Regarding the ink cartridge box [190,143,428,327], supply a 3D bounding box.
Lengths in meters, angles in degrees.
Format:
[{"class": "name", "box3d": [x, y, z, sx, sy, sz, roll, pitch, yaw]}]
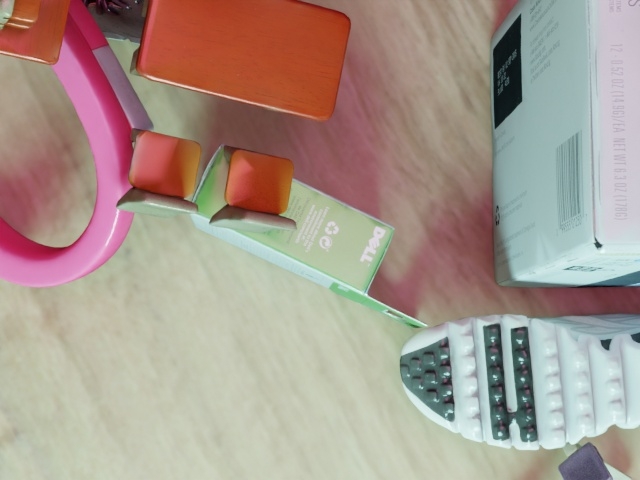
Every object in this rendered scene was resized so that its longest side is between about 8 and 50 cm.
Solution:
[{"class": "ink cartridge box", "box3d": [0.000, 0.000, 1.142, 0.209, 0.109, 0.062, 26, 84, 0]}]

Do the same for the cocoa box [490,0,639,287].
[{"class": "cocoa box", "box3d": [0.270, -0.088, 1.047, 0.227, 0.347, 0.232, 0, 84, -4]}]

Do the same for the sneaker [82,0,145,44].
[{"class": "sneaker", "box3d": [-0.185, -0.220, 1.128, 0.281, 0.162, 0.106, 7, 83, -3]}]

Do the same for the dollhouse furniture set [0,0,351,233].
[{"class": "dollhouse furniture set", "box3d": [-0.103, -0.150, 0.990, 0.259, 0.135, 0.262, 11, 87, -20]}]

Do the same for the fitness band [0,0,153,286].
[{"class": "fitness band", "box3d": [-0.252, -0.102, 1.112, 0.209, 0.054, 0.291, -30, 91, 29]}]

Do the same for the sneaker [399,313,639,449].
[{"class": "sneaker", "box3d": [0.210, 0.106, 1.144, 0.292, 0.118, 0.110, 1, 97, 3]}]

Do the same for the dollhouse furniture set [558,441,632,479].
[{"class": "dollhouse furniture set", "box3d": [0.203, 0.214, 1.180, 0.114, 0.091, 0.081, -43, 130, 15]}]
